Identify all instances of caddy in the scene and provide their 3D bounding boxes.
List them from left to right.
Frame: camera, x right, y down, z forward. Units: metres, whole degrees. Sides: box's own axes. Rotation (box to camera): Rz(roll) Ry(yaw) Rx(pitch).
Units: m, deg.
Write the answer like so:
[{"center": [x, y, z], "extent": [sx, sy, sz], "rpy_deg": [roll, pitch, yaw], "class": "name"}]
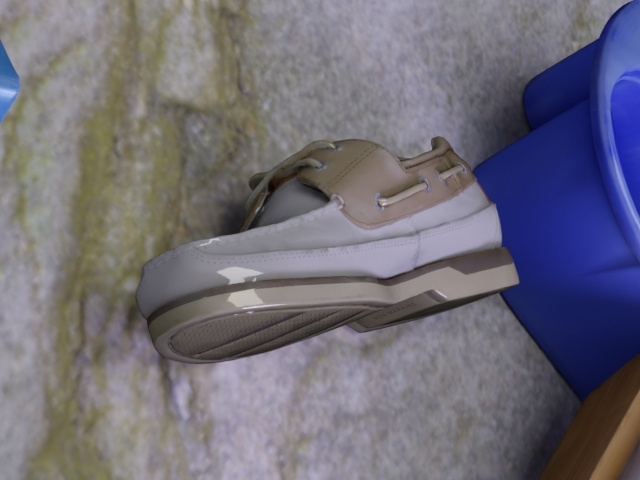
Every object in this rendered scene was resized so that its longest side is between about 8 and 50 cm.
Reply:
[{"center": [0.265, -0.003, 1.138], "extent": [0.341, 0.179, 0.241], "rpy_deg": [51, 45, -17], "class": "caddy"}]

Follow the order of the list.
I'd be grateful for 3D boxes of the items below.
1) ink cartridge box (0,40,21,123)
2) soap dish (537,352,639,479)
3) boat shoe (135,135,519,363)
[{"center": [-0.295, -0.110, 0.595], "extent": [0.307, 0.129, 0.223], "rpy_deg": [13, 35, -41], "class": "ink cartridge box"}, {"center": [0.202, 0.234, 1.002], "extent": [0.229, 0.118, 0.291], "rpy_deg": [51, 52, -18], "class": "soap dish"}, {"center": [0.000, 0.000, 0.930], "extent": [0.302, 0.113, 0.103], "rpy_deg": [-5, 76, -57], "class": "boat shoe"}]
